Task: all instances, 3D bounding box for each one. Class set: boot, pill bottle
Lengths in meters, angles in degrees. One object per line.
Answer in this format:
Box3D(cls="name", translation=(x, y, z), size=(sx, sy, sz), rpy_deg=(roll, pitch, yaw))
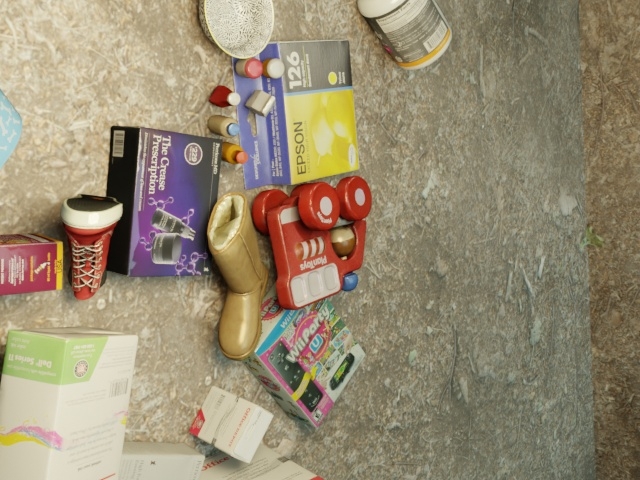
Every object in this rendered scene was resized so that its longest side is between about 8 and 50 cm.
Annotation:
Box3D(cls="boot", translation=(-0.373, 0.019, 1.096), size=(0.088, 0.244, 0.176), rpy_deg=(7, 94, -15))
Box3D(cls="boot", translation=(-0.171, 0.076, 1.318), size=(0.270, 0.089, 0.236), rpy_deg=(82, 13, -58))
Box3D(cls="pill bottle", translation=(0.187, -0.554, 1.617), size=(0.278, 0.162, 0.162), rpy_deg=(43, 67, -40))

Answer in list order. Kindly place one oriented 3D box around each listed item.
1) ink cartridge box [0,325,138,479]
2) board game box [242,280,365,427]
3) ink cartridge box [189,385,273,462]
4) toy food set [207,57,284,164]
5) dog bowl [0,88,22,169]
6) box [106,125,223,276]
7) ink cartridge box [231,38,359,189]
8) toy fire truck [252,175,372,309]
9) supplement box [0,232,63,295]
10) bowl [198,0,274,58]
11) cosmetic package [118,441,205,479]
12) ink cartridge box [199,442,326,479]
Box3D(cls="ink cartridge box", translation=(-0.421, 0.325, 1.108), size=(0.207, 0.119, 0.354), rpy_deg=(20, 77, -73))
Box3D(cls="board game box", translation=(-0.046, 0.252, 1.570), size=(0.224, 0.097, 0.303), rpy_deg=(-53, 129, -26))
Box3D(cls="ink cartridge box", translation=(-0.185, 0.379, 1.406), size=(0.063, 0.150, 0.109), rpy_deg=(44, 67, -41))
Box3D(cls="toy food set", translation=(-0.144, -0.268, 1.338), size=(0.111, 0.104, 0.232), rpy_deg=(34, 86, -32))
Box3D(cls="dog bowl", translation=(-0.536, -0.099, 0.958), size=(0.297, 0.165, 0.074), rpy_deg=(-63, 146, -18))
Box3D(cls="box", translation=(-0.290, -0.069, 1.256), size=(0.184, 0.103, 0.262), rpy_deg=(0, 97, -49))
Box3D(cls="ink cartridge box", translation=(-0.045, -0.283, 1.495), size=(0.307, 0.072, 0.304), rpy_deg=(-20, 111, -44))
Box3D(cls="toy fire truck", translation=(0.000, 0.000, 1.477), size=(0.302, 0.169, 0.254), rpy_deg=(-16, 99, -51))
Box3D(cls="supplement box", translation=(-0.508, 0.038, 1.044), size=(0.188, 0.104, 0.081), rpy_deg=(-4, 101, -45))
Box3D(cls="bowl", translation=(-0.178, -0.438, 1.317), size=(0.170, 0.080, 0.170), rpy_deg=(-9, 103, -44))
Box3D(cls="cosmetic package", translation=(-0.344, 0.454, 1.305), size=(0.231, 0.085, 0.118), rpy_deg=(18, 85, -45))
Box3D(cls="ink cartridge box", translation=(-0.127, 0.541, 1.412), size=(0.196, 0.272, 0.114), rpy_deg=(-10, 108, -44))
